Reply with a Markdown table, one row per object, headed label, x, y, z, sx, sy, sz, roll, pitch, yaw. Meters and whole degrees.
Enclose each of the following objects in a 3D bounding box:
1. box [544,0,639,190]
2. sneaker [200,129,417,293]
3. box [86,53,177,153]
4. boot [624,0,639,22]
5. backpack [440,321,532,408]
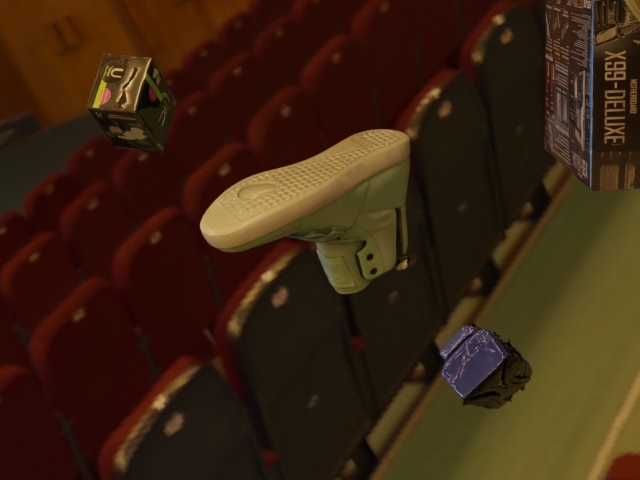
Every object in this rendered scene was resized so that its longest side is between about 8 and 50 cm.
| label | x | y | z | sx | sy | sz | roll | pitch | yaw |
| --- | --- | --- | --- | --- | --- | --- | --- | --- | --- |
| box | 0.355 | -0.212 | 1.611 | 0.076 | 0.242 | 0.307 | -3 | 13 | 0 |
| sneaker | 0.001 | 0.000 | 1.193 | 0.256 | 0.151 | 0.094 | -25 | 29 | -38 |
| box | -0.178 | -0.130 | 1.182 | 0.052 | 0.083 | 0.062 | 7 | 69 | 14 |
| boot | 0.439 | -0.249 | 1.300 | 0.165 | 0.213 | 0.077 | -18 | 47 | 63 |
| backpack | 0.229 | 0.170 | 1.692 | 0.098 | 0.120 | 0.101 | -42 | 54 | 15 |
